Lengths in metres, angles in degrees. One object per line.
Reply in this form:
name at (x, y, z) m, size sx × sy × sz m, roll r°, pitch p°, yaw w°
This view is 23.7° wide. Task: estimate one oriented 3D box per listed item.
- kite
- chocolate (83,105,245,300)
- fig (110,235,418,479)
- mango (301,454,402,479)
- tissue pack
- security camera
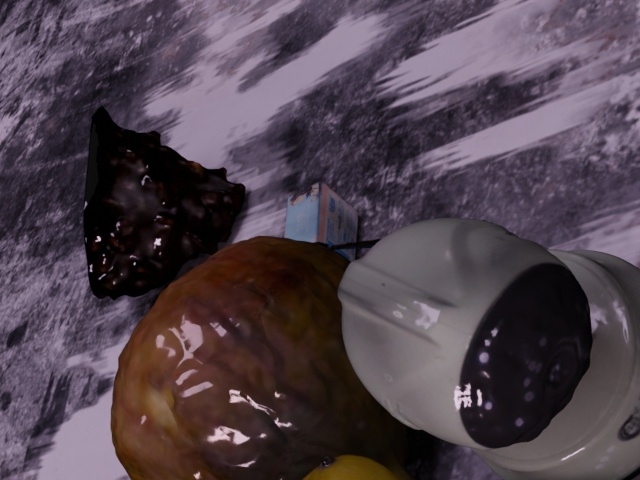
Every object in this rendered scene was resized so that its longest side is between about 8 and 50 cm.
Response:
kite at (0.076, 0.001, 1.450) m, size 0.160 × 0.183 × 0.010 m, roll 65°, pitch -163°, yaw -84°
chocolate at (-0.177, -0.033, 1.810) m, size 0.177 × 0.206 × 0.224 m, roll 2°, pitch 64°, yaw 2°
fig at (-0.004, 0.180, 1.330) m, size 0.369 × 0.286 × 0.286 m, roll 40°, pitch 96°, yaw 26°
mango at (0.018, 0.278, 1.203) m, size 0.137 × 0.091 × 0.237 m, roll 28°, pitch 119°, yaw 25°
tissue pack at (0.000, 0.000, 1.579) m, size 0.059 × 0.074 × 0.094 m, roll -22°, pitch 43°, yaw 30°
security camera at (0.135, 0.076, 1.117) m, size 0.191 × 0.277 × 0.197 m, roll 28°, pitch 92°, yaw 42°
